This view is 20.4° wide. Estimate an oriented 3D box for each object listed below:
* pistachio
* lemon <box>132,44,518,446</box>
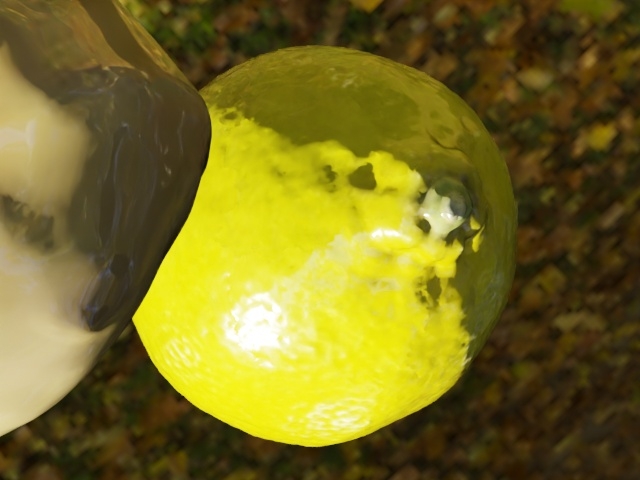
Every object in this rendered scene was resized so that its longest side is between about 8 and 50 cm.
[{"bbox_3d":[-0.122,-0.006,0.419,0.223,0.126,0.152,-12,167,36],"label":"pistachio"},{"bbox_3d":[0.000,0.000,0.823,0.184,0.184,0.248,-31,176,-24],"label":"lemon"}]
